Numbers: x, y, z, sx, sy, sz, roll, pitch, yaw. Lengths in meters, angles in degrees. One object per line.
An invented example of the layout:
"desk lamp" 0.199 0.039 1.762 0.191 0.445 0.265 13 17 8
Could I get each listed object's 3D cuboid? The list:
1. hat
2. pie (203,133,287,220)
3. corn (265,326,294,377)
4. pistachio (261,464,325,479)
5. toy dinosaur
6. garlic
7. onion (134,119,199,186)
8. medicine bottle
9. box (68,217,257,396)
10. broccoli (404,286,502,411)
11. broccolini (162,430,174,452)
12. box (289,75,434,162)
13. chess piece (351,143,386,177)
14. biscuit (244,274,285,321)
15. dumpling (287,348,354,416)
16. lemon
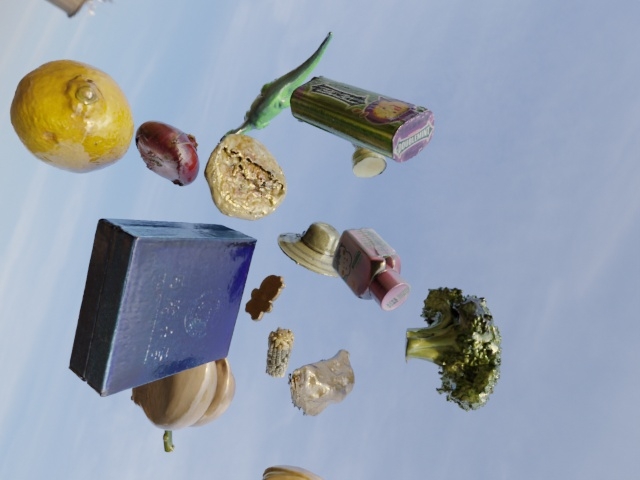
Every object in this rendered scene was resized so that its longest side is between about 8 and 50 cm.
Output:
"hat" 0.000 0.000 1.322 0.252 0.251 0.110 44 -64 41
"pie" -0.261 -0.227 1.544 0.077 0.338 0.340 -18 -118 45
"corn" -0.139 0.377 1.410 0.087 0.087 0.211 41 -51 42
"pistachio" -0.045 0.587 1.001 0.200 0.117 0.145 30 -66 12
"toy dinosaur" -0.179 -0.515 1.510 0.374 0.144 0.500 -43 -177 -27
"garlic" -0.322 0.351 1.132 0.340 0.231 0.246 -58 -134 16
"onion" -0.514 -0.299 1.473 0.247 0.248 0.161 -10 -153 37
"medicine bottle" 0.116 0.066 0.974 0.188 0.094 0.119 50 -47 41
"box" -0.267 0.103 0.777 0.116 0.278 0.262 22 -79 30
"broccoli" 0.436 0.326 1.388 0.317 0.277 0.339 32 -86 2
"broccolini" -0.503 0.574 1.502 0.073 0.079 0.393 13 -68 12
"box" 0.081 -0.284 0.988 0.134 0.097 0.345 -36 -133 -24
"chess piece" 0.169 -0.373 1.646 0.133 0.133 0.244 -24 -121 31
"biscuit" -0.237 0.241 1.866 0.226 0.036 0.166 -56 -138 0
"dumpling" 0.022 0.405 1.188 0.085 0.332 0.166 -3 -94 30
"lemon" -0.425 -0.212 0.750 0.256 0.188 0.189 1 -107 54
